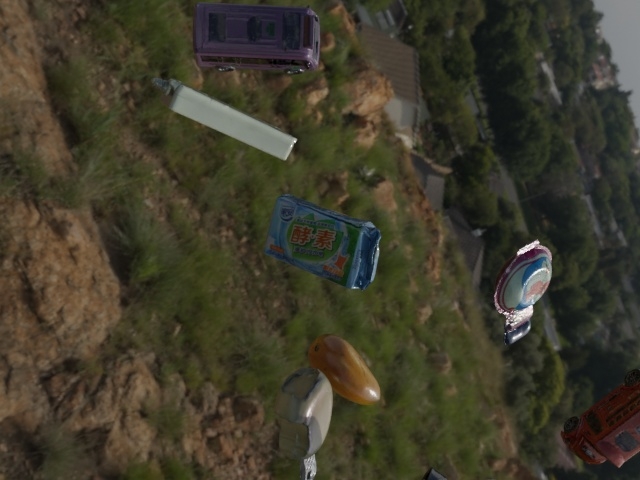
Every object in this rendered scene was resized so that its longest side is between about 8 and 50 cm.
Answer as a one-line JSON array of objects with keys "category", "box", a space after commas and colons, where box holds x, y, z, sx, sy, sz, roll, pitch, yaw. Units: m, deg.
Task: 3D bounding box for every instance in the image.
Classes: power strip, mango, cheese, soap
[{"category": "power strip", "box": [-0.198, -0.254, 1.427, 0.338, 0.058, 0.098, 22, 11, -32]}, {"category": "mango", "box": [0.064, 0.327, 1.709, 0.219, 0.112, 0.145, 41, 7, 3]}, {"category": "cheese", "box": [-0.030, 0.403, 1.429, 0.163, 0.082, 0.287, -41, 135, -52]}, {"category": "cheese", "box": [0.235, 0.062, 0.803, 0.038, 0.095, 0.145, 41, -33, 44]}, {"category": "soap", "box": [0.000, 0.000, 1.551, 0.077, 0.293, 0.156, -19, 125, -63]}]

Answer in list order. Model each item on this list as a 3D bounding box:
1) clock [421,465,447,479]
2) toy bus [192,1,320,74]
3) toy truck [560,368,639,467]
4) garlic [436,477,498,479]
[{"category": "clock", "box": [0.194, 0.538, 1.347, 0.040, 0.185, 0.184, 27, 24, 12]}, {"category": "toy bus", "box": [-0.088, -0.283, 0.957, 0.098, 0.178, 0.087, -168, -101, -85]}, {"category": "toy truck", "box": [0.642, 0.390, 1.456, 0.107, 0.253, 0.114, 42, 16, -11]}, {"category": "garlic", "box": [0.290, 0.496, 1.276, 0.194, 0.127, 0.131, 44, 38, -9]}]
